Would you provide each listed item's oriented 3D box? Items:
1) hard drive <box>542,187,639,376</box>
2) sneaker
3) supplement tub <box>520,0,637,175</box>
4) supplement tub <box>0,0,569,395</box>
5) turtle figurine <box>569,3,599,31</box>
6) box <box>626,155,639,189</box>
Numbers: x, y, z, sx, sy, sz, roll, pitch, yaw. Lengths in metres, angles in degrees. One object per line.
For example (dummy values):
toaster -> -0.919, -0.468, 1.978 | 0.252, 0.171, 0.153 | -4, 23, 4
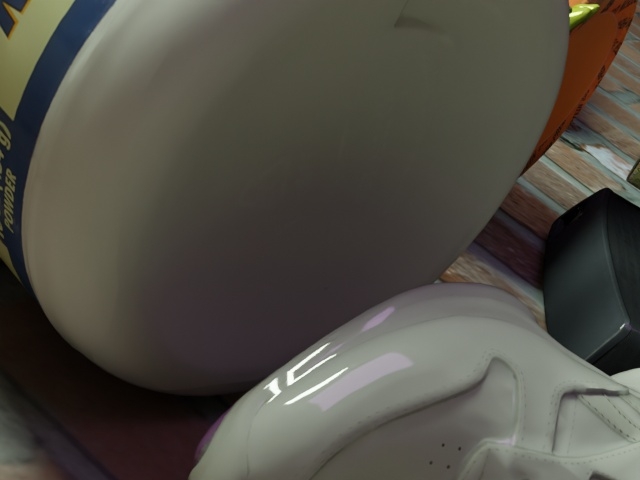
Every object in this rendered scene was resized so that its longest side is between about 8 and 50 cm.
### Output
hard drive -> 0.218, 0.052, 0.866 | 0.172, 0.054, 0.254 | 30, 22, -3
sneaker -> 0.095, 0.102, 0.515 | 0.305, 0.114, 0.152 | 12, 27, -39
supplement tub -> 0.021, -0.191, 0.932 | 0.338, 0.207, 0.207 | 39, 23, 19
supplement tub -> -0.083, -0.119, 0.603 | 0.235, 0.235, 0.325 | 2, 35, -50
turtle figurine -> 0.043, -0.185, 0.708 | 0.217, 0.087, 0.269 | 59, 11, 6
box -> 0.392, -0.033, 1.032 | 0.279, 0.177, 0.290 | 36, 9, 13
